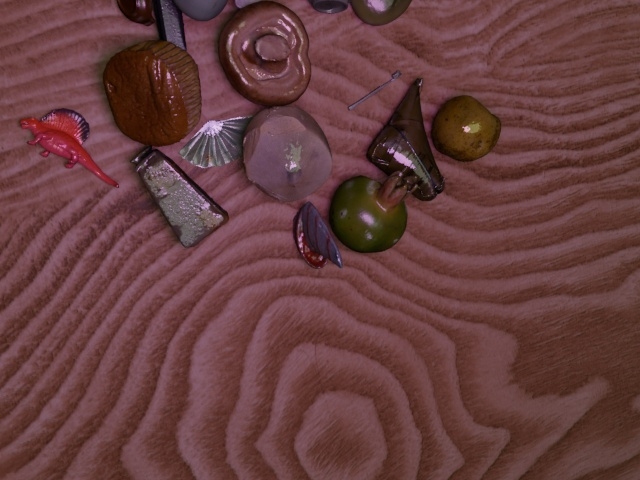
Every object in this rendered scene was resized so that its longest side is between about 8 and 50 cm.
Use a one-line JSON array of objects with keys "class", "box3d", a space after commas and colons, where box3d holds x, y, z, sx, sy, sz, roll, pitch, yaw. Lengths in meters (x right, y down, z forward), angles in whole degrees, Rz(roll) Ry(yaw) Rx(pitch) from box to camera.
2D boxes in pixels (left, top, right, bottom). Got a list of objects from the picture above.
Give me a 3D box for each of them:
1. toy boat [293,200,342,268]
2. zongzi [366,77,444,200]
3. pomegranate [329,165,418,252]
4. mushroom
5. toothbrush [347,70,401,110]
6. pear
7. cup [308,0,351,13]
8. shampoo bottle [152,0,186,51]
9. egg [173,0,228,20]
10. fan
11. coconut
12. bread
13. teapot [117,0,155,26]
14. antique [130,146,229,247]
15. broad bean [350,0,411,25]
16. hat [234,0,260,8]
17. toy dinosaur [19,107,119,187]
[{"class": "toy boat", "box3d": [0.000, 0.000, 1.708, 0.096, 0.282, 0.206, -11, 106, -15]}, {"class": "zongzi", "box3d": [0.307, -0.291, 1.797, 0.260, 0.123, 0.289, 36, 89, -4]}, {"class": "pomegranate", "box3d": [0.161, -0.092, 1.734, 0.236, 0.302, 0.235, 15, 60, -27]}, {"class": "mushroom", "box3d": [-0.141, -0.500, 1.628, 0.278, 0.146, 0.278, -4, 100, -25]}, {"class": "toothbrush", "box3d": [0.162, -0.444, 1.794, 0.194, 0.014, 0.017, -37, 110, -5]}, {"class": "pear", "box3d": [0.426, -0.326, 1.803, 0.197, 0.197, 0.197, -4, 103, -15]}, {"class": "cup", "box3d": [0.027, -0.706, 1.649, 0.120, 0.120, 0.141, 0, 92, -16]}, {"class": "shampoo bottle", "box3d": [-0.391, -0.565, 1.565, 0.071, 0.098, 0.309, -10, 105, -18]}, {"class": "egg", "box3d": [-0.295, -0.650, 1.456, 0.168, 0.168, 0.230, -10, 114, -14]}, {"class": "fan", "box3d": [-0.281, -0.279, 1.710, 0.240, 0.009, 0.131, -29, 111, -8]}, {"class": "coconut", "box3d": [-0.095, -0.231, 1.632, 0.245, 0.247, 0.245, -4, 122, -6]}, {"class": "bread", "box3d": [-0.418, -0.370, 1.532, 0.228, 0.142, 0.253, 8, 128, 12]}, {"class": "teapot", "box3d": [-0.466, -0.613, 1.546, 0.098, 0.078, 0.129, -21, 99, 35]}, {"class": "antique", "box3d": [-0.394, -0.130, 1.648, 0.150, 0.125, 0.284, -39, 109, -5]}, {"class": "broad bean", "box3d": [0.185, -0.731, 1.681, 0.189, 0.121, 0.263, 25, 97, -16]}, {"class": "hat", "box3d": [-0.191, -0.712, 1.563, 0.126, 0.203, 0.203, 43, 88, 3]}, {"class": "toy dinosaur", "box3d": [-0.640, -0.260, 1.595, 0.286, 0.070, 0.138, 28, 72, -21]}]
